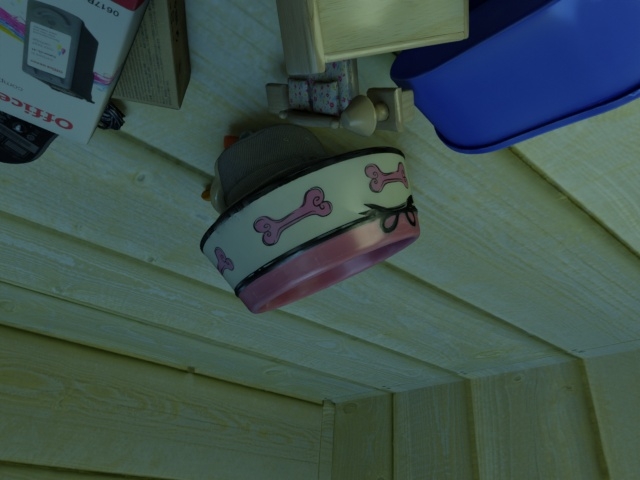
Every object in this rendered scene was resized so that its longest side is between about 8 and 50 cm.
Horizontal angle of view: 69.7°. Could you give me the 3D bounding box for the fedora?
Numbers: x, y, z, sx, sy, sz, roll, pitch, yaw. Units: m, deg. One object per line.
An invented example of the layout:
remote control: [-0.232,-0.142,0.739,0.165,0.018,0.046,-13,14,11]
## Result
fedora: [-0.084,-0.120,0.818,0.275,0.125,0.243,-19,167,-31]

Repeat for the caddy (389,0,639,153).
caddy: [0.244,-0.235,0.508,0.179,0.242,0.341,33,153,-28]

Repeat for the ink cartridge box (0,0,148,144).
ink cartridge box: [-0.306,-0.272,0.481,0.225,0.131,0.306,23,142,-26]

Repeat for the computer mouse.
computer mouse: [-0.501,-0.229,0.815,0.272,0.072,0.188,-23,139,19]

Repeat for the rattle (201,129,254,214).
rattle: [-0.192,-0.151,0.932,0.130,0.143,0.200,-23,135,-14]

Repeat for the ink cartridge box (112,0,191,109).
ink cartridge box: [-0.287,-0.306,0.626,0.193,0.088,0.235,10,149,-6]

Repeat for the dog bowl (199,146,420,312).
dog bowl: [0.000,0.000,0.845,0.407,0.151,0.408,-25,171,-4]

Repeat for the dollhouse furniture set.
dollhouse furniture set: [-0.041,-0.265,0.489,0.173,0.355,0.304,-21,117,-28]
